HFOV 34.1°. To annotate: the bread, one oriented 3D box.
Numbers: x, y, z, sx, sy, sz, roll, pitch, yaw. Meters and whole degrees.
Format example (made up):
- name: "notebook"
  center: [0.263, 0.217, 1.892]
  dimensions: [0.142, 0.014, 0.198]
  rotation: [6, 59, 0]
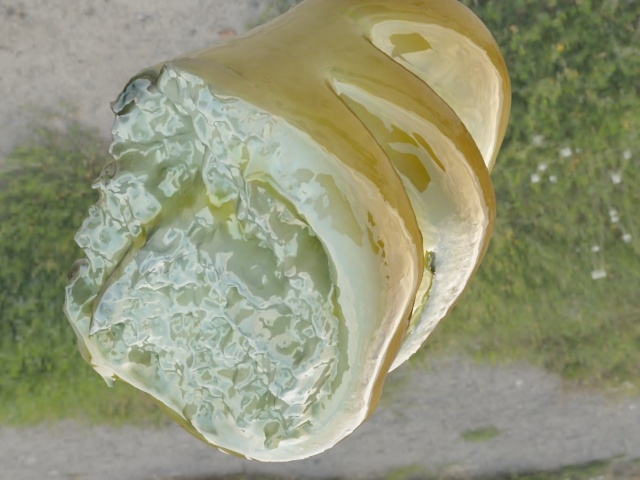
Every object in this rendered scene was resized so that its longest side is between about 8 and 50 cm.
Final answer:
- name: "bread"
  center: [0.000, 0.000, 0.676]
  dimensions: [0.270, 0.211, 0.316]
  rotation: [-30, 160, -43]
